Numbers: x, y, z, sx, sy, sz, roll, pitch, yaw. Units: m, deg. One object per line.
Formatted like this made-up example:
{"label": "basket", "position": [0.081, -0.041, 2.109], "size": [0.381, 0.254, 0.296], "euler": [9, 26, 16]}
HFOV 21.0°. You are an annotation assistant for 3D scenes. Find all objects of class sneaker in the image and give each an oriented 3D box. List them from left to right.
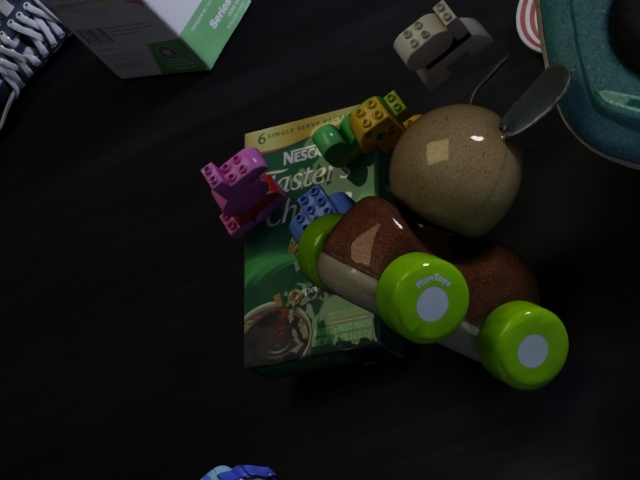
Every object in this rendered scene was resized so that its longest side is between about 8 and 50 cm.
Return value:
{"label": "sneaker", "position": [-0.315, -0.210, 1.809], "size": [0.282, 0.099, 0.153], "euler": [-32, 31, 35]}

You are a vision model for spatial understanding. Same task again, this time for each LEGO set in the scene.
{"label": "LEGO set", "position": [0.021, -0.067, 1.151], "size": [0.227, 0.093, 0.087], "euler": [-38, 58, 9]}

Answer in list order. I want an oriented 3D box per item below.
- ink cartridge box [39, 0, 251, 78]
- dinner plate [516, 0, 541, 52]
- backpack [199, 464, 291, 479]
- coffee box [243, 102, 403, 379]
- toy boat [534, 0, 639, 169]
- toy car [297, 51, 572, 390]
{"label": "ink cartridge box", "position": [-0.194, -0.254, 1.612], "size": [0.154, 0.212, 0.093], "euler": [2, 57, 50]}
{"label": "dinner plate", "position": [0.205, -0.188, 1.264], "size": [0.141, 0.017, 0.141], "euler": [-30, 38, 27]}
{"label": "backpack", "position": [-0.027, 0.234, 1.008], "size": [0.158, 0.117, 0.173], "euler": [-49, 36, 0]}
{"label": "coffee box", "position": [0.000, 0.000, 1.219], "size": [0.113, 0.040, 0.184], "euler": [-11, 65, 27]}
{"label": "toy boat", "position": [0.268, -0.162, 0.985], "size": [0.318, 0.267, 0.148], "euler": [3, 17, 26]}
{"label": "toy car", "position": [0.095, -0.026, 1.073], "size": [0.188, 0.149, 0.155], "euler": [-64, 26, 1]}
